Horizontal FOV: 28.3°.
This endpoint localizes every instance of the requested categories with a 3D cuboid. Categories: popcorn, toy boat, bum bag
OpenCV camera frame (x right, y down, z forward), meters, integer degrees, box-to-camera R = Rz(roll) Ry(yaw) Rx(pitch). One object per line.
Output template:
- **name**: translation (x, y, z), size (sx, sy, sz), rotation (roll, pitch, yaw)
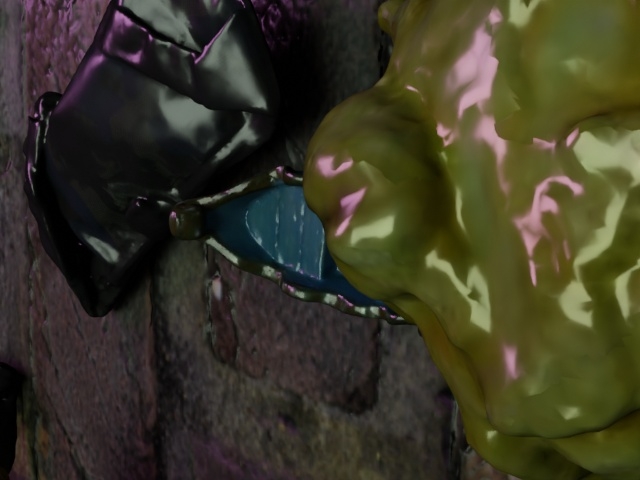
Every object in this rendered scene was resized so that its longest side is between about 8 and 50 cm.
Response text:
- **popcorn**: translation (0.122, -0.023, 0.488), size (0.255, 0.195, 0.256), rotation (8, 103, 34)
- **toy boat**: translation (0.000, 0.000, 0.683), size (0.185, 0.077, 0.075), rotation (19, 110, 42)
- **bum bag**: translation (-0.118, -0.065, 0.793), size (0.137, 0.074, 0.310), rotation (56, 137, 8)

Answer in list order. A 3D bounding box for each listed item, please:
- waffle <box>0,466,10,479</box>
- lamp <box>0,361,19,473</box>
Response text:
- **waffle**: translation (-0.164, 0.273, 0.779), size (0.051, 0.291, 0.291), rotation (-26, 74, 2)
- **lamp**: translation (-0.378, 0.284, 0.968), size (0.205, 0.272, 0.374), rotation (8, 101, 43)
